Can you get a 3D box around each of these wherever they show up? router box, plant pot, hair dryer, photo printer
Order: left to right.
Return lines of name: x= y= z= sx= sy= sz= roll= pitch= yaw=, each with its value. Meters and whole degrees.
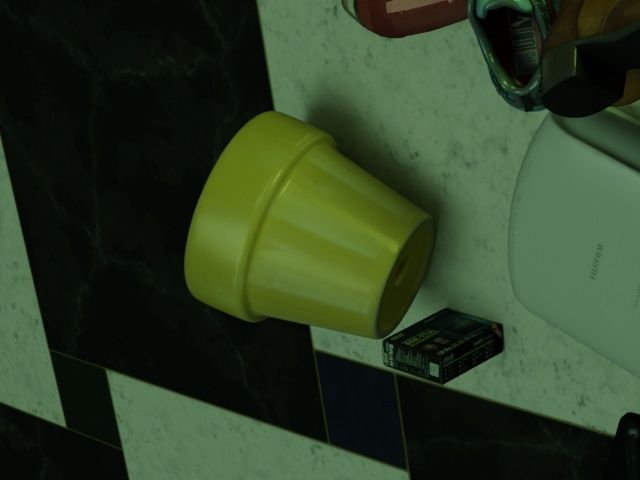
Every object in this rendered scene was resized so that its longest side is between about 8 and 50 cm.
plant pot: x=0.000 y=0.000 z=2.062 sx=0.239 sy=0.254 sz=0.254 roll=23 pitch=129 yaw=18
hair dryer: x=0.091 y=-0.332 z=1.867 sx=0.293 sy=0.080 sz=0.224 roll=36 pitch=122 yaw=16
router box: x=0.148 y=0.126 z=2.047 sx=0.092 sy=0.122 sz=0.038 roll=14 pitch=117 yaw=41
photo printer: x=0.333 y=0.008 z=1.789 sx=0.307 sy=0.107 sz=0.256 roll=33 pitch=132 yaw=31

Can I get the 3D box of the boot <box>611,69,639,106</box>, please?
boot: x=0.361 y=-0.146 z=1.602 sx=0.283 sy=0.109 sz=0.220 roll=-35 pitch=47 yaw=40

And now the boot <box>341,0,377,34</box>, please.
boot: x=0.055 y=-0.305 z=1.969 sx=0.118 sy=0.042 sz=0.087 roll=45 pitch=130 yaw=10

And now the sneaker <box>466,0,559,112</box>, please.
sneaker: x=0.197 y=-0.262 z=1.738 sx=0.104 sy=0.125 sz=0.262 roll=-16 pitch=91 yaw=17

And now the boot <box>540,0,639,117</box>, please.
boot: x=0.315 y=-0.278 z=1.585 sx=0.264 sy=0.096 sz=0.280 roll=-32 pitch=42 yaw=54

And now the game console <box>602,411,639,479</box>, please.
game console: x=0.326 y=0.429 z=1.833 sx=0.060 sy=0.387 sz=0.342 roll=0 pitch=142 yaw=5
